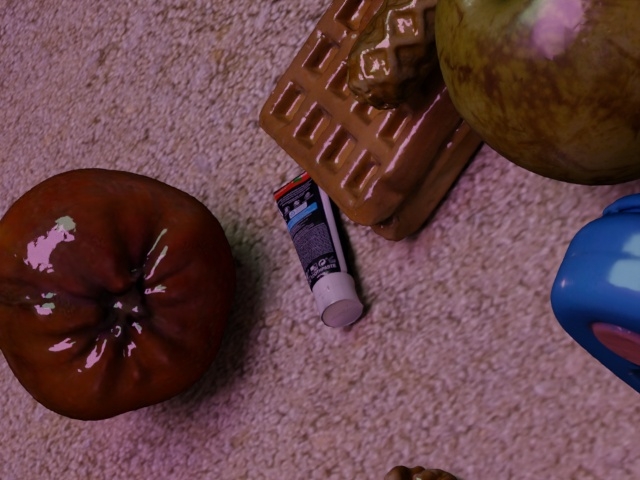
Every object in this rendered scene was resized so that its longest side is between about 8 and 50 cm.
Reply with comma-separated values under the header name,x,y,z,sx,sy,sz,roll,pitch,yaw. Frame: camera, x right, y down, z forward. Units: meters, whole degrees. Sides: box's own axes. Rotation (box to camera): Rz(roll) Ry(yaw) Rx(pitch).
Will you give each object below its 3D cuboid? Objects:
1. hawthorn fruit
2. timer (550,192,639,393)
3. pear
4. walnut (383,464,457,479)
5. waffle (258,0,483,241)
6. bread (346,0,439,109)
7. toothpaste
name,x,y,z,sx,sy,sz,roll,pitch,yaw
hawthorn fruit,-0.239,0.050,1.546,0.277,0.277,0.298,-65,18,6
timer,0.340,0.080,0.941,0.340,0.309,0.115,13,73,44
pear,0.232,-0.175,1.156,0.283,0.283,0.284,-15,68,40
walnut,0.082,0.287,1.291,0.143,0.069,0.170,-40,51,30
waffle,0.096,-0.186,1.403,0.328,0.098,0.224,-56,49,16
bread,0.142,-0.275,1.271,0.368,0.077,0.084,-56,16,8
toothpaste,0.000,0.000,1.477,0.071,0.045,0.193,-36,48,20
